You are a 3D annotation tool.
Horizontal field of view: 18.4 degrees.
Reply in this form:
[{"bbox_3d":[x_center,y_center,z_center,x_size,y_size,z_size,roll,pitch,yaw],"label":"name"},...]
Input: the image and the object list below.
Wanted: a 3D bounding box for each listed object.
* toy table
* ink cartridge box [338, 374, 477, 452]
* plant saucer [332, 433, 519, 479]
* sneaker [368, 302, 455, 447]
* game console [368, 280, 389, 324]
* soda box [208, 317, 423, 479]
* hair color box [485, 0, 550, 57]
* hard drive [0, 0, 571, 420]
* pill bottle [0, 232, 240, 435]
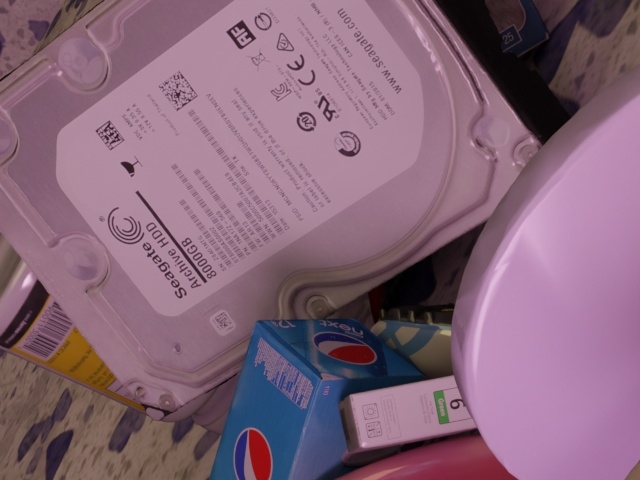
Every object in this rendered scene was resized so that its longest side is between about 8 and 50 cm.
[{"bbox_3d":[0.188,0.020,0.616,0.274,0.252,0.161,-37,19,2],"label":"toy table"},{"bbox_3d":[0.069,0.080,0.975,0.063,0.115,0.029,120,139,-81],"label":"ink cartridge box"},{"bbox_3d":[0.003,0.214,0.867,0.332,0.084,0.332,-31,15,9],"label":"plant saucer"},{"bbox_3d":[0.042,0.086,1.123,0.237,0.085,0.086,-25,70,53],"label":"sneaker"},{"bbox_3d":[0.068,-0.032,1.288,0.124,0.085,0.144,-25,30,9],"label":"game console"},{"bbox_3d":[-0.018,0.149,1.071,0.067,0.071,0.210,39,120,45],"label":"soda box"},{"bbox_3d":[0.006,-0.158,1.371,0.174,0.105,0.347,-32,18,-6],"label":"hair color box"},{"bbox_3d":[-0.047,-0.060,1.179,0.339,0.237,0.064,-32,9,32],"label":"hard drive"},{"bbox_3d":[-0.126,0.055,1.365,0.119,0.208,0.119,-50,24,31],"label":"pill bottle"}]
